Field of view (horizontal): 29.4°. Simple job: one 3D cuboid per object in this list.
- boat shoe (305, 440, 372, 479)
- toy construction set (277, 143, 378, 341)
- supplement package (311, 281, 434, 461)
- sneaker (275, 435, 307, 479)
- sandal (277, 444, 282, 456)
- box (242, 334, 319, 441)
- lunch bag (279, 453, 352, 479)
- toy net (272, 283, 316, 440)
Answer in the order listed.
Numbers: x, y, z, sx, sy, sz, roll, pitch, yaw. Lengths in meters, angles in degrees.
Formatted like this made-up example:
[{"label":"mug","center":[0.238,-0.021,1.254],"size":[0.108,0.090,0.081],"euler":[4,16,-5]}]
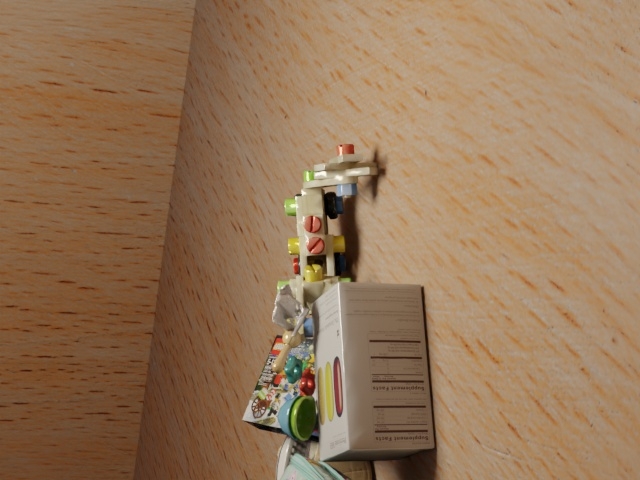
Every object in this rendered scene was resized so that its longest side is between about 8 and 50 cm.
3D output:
[{"label":"boat shoe","center":[0.024,0.363,1.987],"size":[0.092,0.102,0.285],"euler":[102,167,-54]},{"label":"toy construction set","center":[0.000,0.000,2.018],"size":[0.215,0.151,0.328],"euler":[1,-80,-85]},{"label":"supplement package","center":[0.074,0.196,1.801],"size":[0.139,0.133,0.244],"euler":[135,134,-65]},{"label":"sneaker","center":[-0.033,0.469,2.091],"size":[0.127,0.126,0.321],"euler":[165,105,-64]},{"label":"sandal","center":[-0.041,0.397,2.195],"size":[0.088,0.079,0.240],"euler":[-106,26,-43]},{"label":"box","center":[-0.016,0.241,1.985],"size":[0.233,0.044,0.159],"euler":[1,64,50]},{"label":"lunch bag","center":[0.048,0.403,1.703],"size":[0.108,0.224,0.279],"euler":[-55,18,-7]},{"label":"toy net","center":[-0.028,0.182,1.850],"size":[0.045,0.122,0.232],"euler":[1,94,30]}]
